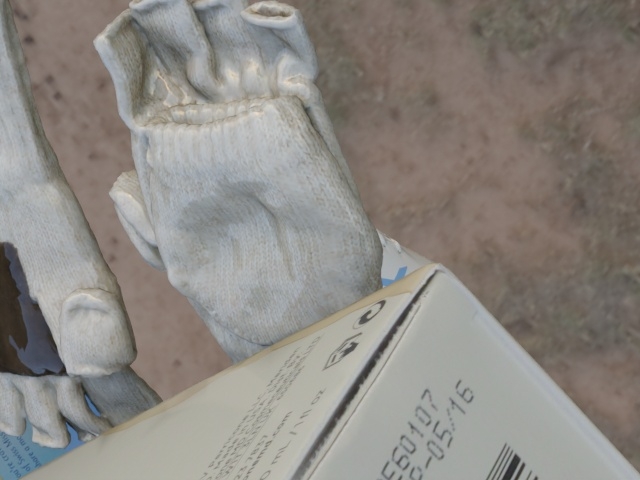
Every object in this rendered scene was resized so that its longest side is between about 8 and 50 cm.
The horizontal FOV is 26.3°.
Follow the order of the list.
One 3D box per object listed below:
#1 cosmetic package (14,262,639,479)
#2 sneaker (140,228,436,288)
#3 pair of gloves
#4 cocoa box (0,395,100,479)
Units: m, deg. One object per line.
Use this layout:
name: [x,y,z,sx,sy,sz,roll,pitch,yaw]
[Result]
cosmetic package: [-0.029,0.143,0.478,0.160,0.113,0.309,48,140,-12]
sneaker: [0.000,0.000,0.823,0.237,0.086,0.085,17,-172,-38]
pair of gloves: [-0.073,0.006,0.519,0.240,0.042,0.204,8,121,38]
cocoa box: [-0.303,0.077,0.738,0.228,0.231,0.347,4,131,45]
